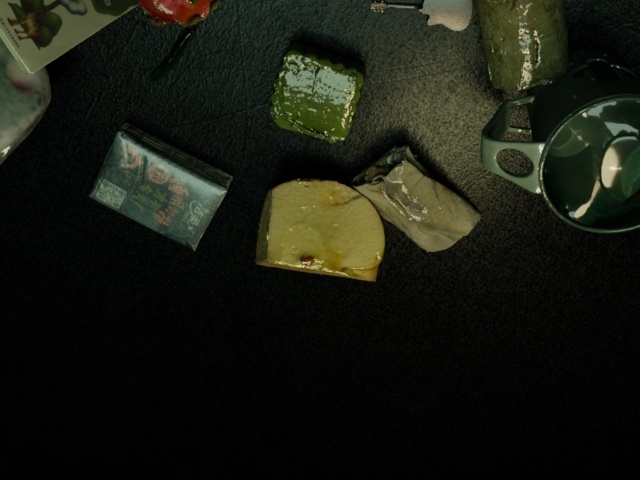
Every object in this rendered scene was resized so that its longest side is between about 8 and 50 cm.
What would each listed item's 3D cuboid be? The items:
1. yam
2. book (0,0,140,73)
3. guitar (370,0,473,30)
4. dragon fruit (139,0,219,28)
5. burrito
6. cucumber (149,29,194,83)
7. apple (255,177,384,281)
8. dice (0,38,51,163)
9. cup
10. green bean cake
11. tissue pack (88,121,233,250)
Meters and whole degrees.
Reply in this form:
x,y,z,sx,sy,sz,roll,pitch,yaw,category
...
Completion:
x,y,z,sx,sy,sz,roll,pitch,yaw,category
0.433,-0.497,1.750,0.195,0.195,0.300,-9,122,11,yam
-0.552,-0.562,1.733,0.043,0.371,0.260,12,138,51,book
0.231,-0.530,1.844,0.234,0.025,0.088,4,124,2,guitar
-0.311,-0.570,1.758,0.224,0.227,0.224,4,131,5,dragon fruit
0.254,-0.086,2.063,0.332,0.135,0.190,39,110,-22,burrito
-0.357,-0.442,1.949,0.036,0.033,0.184,22,125,-39,cucumber
0.000,0.000,2.073,0.309,0.252,0.314,5,129,-13,apple
-0.847,-0.329,1.844,0.328,0.330,0.348,-19,122,39,dice
0.574,-0.251,1.772,0.401,0.392,0.310,22,121,-9,cup
-0.008,-0.353,1.925,0.214,0.113,0.200,14,123,-3,green bean cake
-0.418,-0.136,2.106,0.316,0.103,0.228,28,122,-11,tissue pack
